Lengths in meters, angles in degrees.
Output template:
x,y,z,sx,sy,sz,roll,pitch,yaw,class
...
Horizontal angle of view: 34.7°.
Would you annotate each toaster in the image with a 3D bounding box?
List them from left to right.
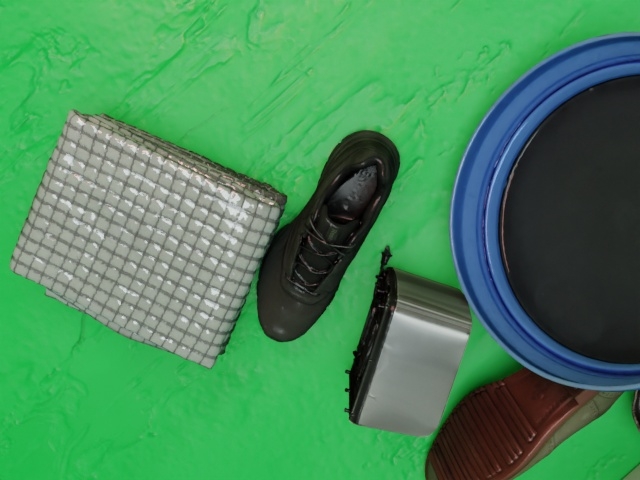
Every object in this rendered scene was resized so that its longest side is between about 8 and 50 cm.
x,y,z,sx,sy,sz,roll,pitch,yaw,class
0.103,0.124,1.231,0.110,0.168,0.186,16,102,-3,toaster

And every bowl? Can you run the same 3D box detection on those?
x,y,z,sx,sy,sz,roll,pitch,yaw,class
0.328,-0.030,1.126,0.391,0.077,0.391,-8,78,38,bowl

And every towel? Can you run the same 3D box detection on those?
x,y,z,sx,sy,sz,roll,pitch,yaw,class
-0.208,-0.006,1.248,0.283,0.121,0.235,25,107,1,towel

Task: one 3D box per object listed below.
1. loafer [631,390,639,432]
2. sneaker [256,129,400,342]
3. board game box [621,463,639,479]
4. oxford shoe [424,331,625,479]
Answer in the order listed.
x,y,z,sx,sy,sz,roll,pitch,yaw,class
0.458,0.112,1.170,0.130,0.134,0.366,-2,133,-34,loafer
0.000,0.000,1.231,0.109,0.130,0.286,25,102,-4,sneaker
0.382,0.387,1.188,0.064,0.316,0.242,43,100,-6,board game box
0.275,0.220,1.264,0.130,0.123,0.348,21,125,-41,oxford shoe
